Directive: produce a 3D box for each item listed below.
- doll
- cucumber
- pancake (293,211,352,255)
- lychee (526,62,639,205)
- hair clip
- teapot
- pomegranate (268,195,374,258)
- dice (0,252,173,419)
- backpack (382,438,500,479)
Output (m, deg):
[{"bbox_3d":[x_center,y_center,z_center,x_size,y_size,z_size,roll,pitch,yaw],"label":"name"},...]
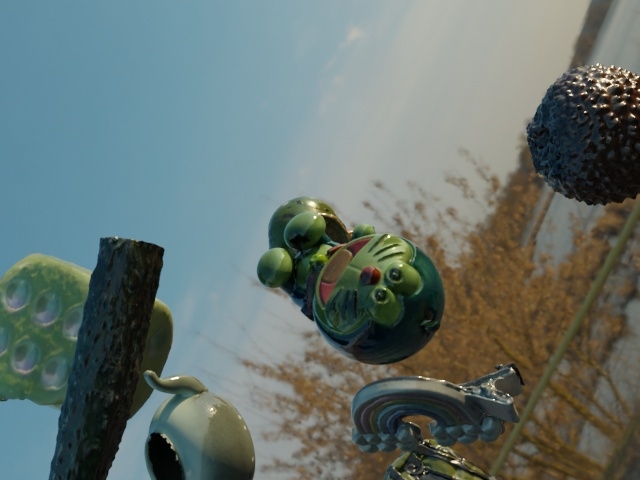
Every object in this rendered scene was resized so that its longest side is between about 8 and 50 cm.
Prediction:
[{"bbox_3d":[0.063,0.074,1.300,0.198,0.322,0.186,-50,-49,-9],"label":"doll"},{"bbox_3d":[-0.209,0.142,0.808,0.067,0.068,0.293,29,-107,-79],"label":"cucumber"},{"bbox_3d":[0.005,0.006,1.498,0.115,0.115,0.011,-65,14,-10],"label":"pancake"},{"bbox_3d":[0.351,-0.128,1.047,0.188,0.188,0.188,-62,-12,-23],"label":"lychee"},{"bbox_3d":[0.123,0.191,0.975,0.140,0.220,0.054,56,-150,-42],"label":"hair clip"},{"bbox_3d":[-0.191,0.326,1.298,0.129,0.193,0.294,-13,-80,-40],"label":"teapot"},{"bbox_3d":[0.000,0.000,1.784,0.181,0.224,0.181,-175,90,-79],"label":"pomegranate"},{"bbox_3d":[-0.431,0.180,1.514,0.254,0.252,0.250,-70,-23,-6],"label":"dice"},{"bbox_3d":[0.244,0.516,1.678,0.207,0.253,0.140,-45,-16,-22],"label":"backpack"}]
